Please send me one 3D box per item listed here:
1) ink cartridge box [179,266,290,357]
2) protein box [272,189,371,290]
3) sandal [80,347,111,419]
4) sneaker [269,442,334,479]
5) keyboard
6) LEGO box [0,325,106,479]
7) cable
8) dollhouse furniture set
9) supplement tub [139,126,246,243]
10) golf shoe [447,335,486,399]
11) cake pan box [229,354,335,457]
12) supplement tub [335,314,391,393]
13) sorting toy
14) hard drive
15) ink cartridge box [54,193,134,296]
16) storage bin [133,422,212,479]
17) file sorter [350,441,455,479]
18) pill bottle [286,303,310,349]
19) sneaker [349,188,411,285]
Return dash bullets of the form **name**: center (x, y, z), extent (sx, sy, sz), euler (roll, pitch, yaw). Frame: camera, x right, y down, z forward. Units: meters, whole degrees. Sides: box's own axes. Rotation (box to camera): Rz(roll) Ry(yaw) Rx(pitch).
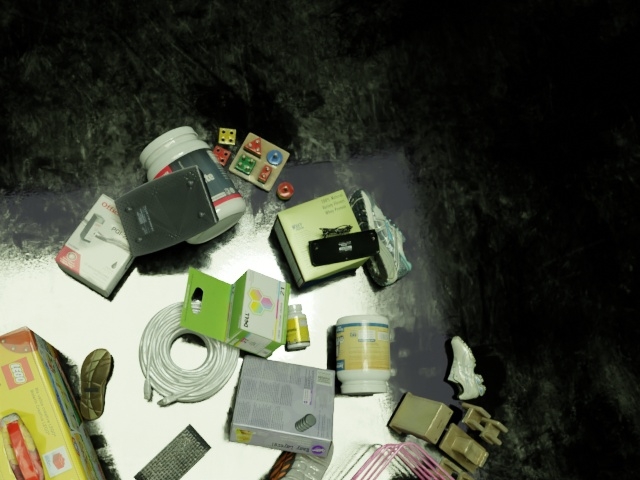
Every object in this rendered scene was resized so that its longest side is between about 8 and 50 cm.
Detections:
- **ink cartridge box**: center (-0.214, 0.166, 1.860), extent (0.255, 0.097, 0.189), euler (24, 48, -26)
- **protein box**: center (0.000, 0.000, 1.995), extent (0.199, 0.136, 0.201), euler (-20, 80, -14)
- **sandal**: center (-0.570, 0.361, 1.841), extent (0.072, 0.049, 0.180), euler (5, 89, -3)
- **sneaker**: center (-0.074, 0.624, 1.774), extent (0.124, 0.180, 0.321), euler (36, 44, 0)
- **keyboard**: center (0.060, 0.005, 1.923), extent (0.192, 0.038, 0.100), euler (-10, 101, -14)
- **LEGO box**: center (-0.628, 0.479, 1.624), extent (0.193, 0.372, 0.500), euler (-22, 81, -16)
- **cable**: center (-0.339, 0.288, 1.880), extent (0.257, 0.089, 0.257), euler (-6, 76, -13)
- **dollhouse furniture set**: center (0.332, 0.525, 1.939), extent (0.242, 0.161, 0.212), euler (41, 71, -21)
- **supplement tub**: center (-0.341, -0.146, 1.942), extent (0.191, 0.191, 0.272), euler (-32, 83, -17)
- **golf shoe**: center (0.388, 0.355, 2.011), extent (0.086, 0.069, 0.176), euler (-18, 78, -9)
- **cake pan box**: center (-0.089, 0.406, 1.823), extent (0.245, 0.070, 0.267), euler (11, 32, -5)
- **supplement tub**: center (0.113, 0.305, 1.929), extent (0.144, 0.144, 0.200), euler (2, 74, -10)
- **sorting toy**: center (-0.181, -0.234, 2.073), extent (0.274, 0.046, 0.132), euler (28, 72, -2)
- **hard drive**: center (-0.384, -0.073, 1.831), extent (0.254, 0.054, 0.172), euler (-20, 88, 19)
- **ink cartridge box**: center (-0.565, 0.012, 1.910), extent (0.158, 0.092, 0.218), euler (32, 70, -2)
- **storage bin**: center (-0.362, 0.544, 1.787), extent (0.180, 0.122, 0.084), euler (-41, 85, -18)
- **file sorter**: center (0.190, 0.617, 1.786), extent (0.182, 0.291, 0.202), euler (43, 72, 6)
- **pill bottle**: center (-0.065, 0.232, 1.957), extent (0.065, 0.065, 0.116), euler (-5, 75, -12)
- **sneaker**: center (0.169, -0.014, 2.064), extent (0.122, 0.110, 0.283), euler (-14, 80, -32)
